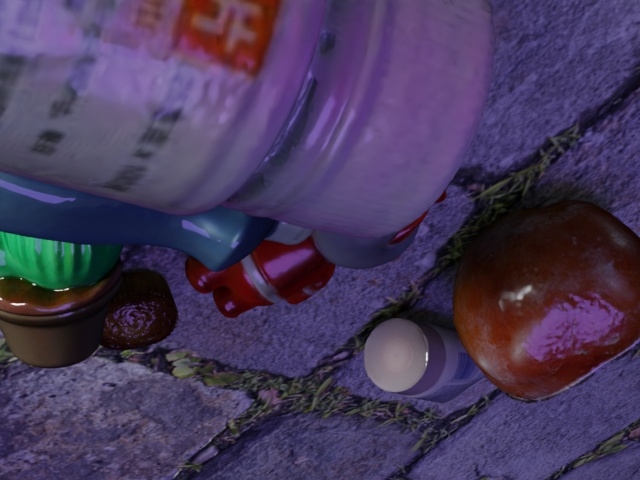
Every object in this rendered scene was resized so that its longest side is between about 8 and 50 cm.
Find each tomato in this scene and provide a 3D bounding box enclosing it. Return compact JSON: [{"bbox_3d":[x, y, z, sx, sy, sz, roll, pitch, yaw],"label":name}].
[{"bbox_3d":[0.221,0.046,1.009,0.214,0.181,0.155,-43,120,15],"label":"tomato"}]

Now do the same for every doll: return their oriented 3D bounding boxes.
[{"bbox_3d":[0.000,0.000,0.900,0.245,0.076,0.142,-26,144,12],"label":"doll"}]

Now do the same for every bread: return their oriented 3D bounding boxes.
[{"bbox_3d":[-0.174,0.071,0.916,0.085,0.053,0.085,-13,142,-11],"label":"bread"}]

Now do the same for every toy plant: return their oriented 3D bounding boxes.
[{"bbox_3d":[-0.223,0.007,0.786,0.143,0.105,0.200,3,120,-1],"label":"toy plant"}]

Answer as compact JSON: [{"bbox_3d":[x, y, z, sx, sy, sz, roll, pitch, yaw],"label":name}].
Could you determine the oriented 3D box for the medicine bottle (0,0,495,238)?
[{"bbox_3d":[-0.110,-0.132,0.543,0.388,0.219,0.219,15,130,-30],"label":"medicine bottle"}]

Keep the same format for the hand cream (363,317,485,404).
[{"bbox_3d":[0.149,0.145,1.158,0.133,0.083,0.248,-36,151,19],"label":"hand cream"}]

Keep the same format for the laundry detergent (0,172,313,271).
[{"bbox_3d":[-0.116,-0.053,0.701,0.290,0.143,0.094,12,132,-28],"label":"laundry detergent"}]
